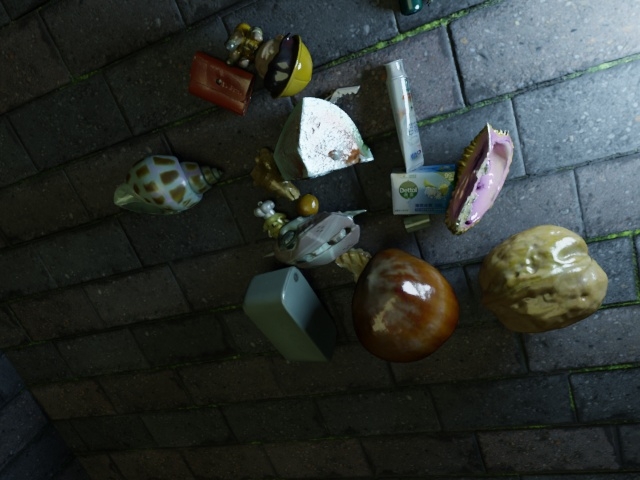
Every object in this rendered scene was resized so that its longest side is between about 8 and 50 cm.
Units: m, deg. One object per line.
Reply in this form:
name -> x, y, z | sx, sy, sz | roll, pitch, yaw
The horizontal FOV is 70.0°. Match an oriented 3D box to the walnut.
walnut -> 0.642, 0.123, 1.368 | 0.344, 0.306, 0.306 | -34, 102, 25

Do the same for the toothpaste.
toothpaste -> 0.250, -0.366, 1.363 | 0.066, 0.100, 0.322 | 2, 116, 44

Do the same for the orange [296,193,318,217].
orange -> -0.044, -0.118, 1.567 | 0.085, 0.085, 0.084 | 6, 116, 13

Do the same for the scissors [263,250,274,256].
scissors -> -0.160, 0.042, 1.711 | 0.119, 0.014, 0.058 | -15, 106, 18

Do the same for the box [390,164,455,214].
box -> 0.326, -0.159, 1.443 | 0.195, 0.073, 0.139 | -1, 115, 16

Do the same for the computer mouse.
computer mouse -> -0.001, 0.005, 1.556 | 0.389, 0.114, 0.199 | -25, 131, 28

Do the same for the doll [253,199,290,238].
doll -> -0.170, -0.073, 1.632 | 0.106, 0.062, 0.162 | -33, 101, 22

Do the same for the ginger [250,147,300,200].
ginger -> -0.166, -0.207, 1.557 | 0.115, 0.081, 0.205 | -36, 94, -5

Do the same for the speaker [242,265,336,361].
speaker -> -0.105, 0.284, 1.674 | 0.185, 0.183, 0.406 | -11, 131, 24

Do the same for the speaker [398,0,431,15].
speaker -> 0.258, -0.655, 1.232 | 0.095, 0.060, 0.075 | -10, 113, 20

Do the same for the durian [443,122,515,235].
durian -> 0.457, -0.177, 1.349 | 0.112, 0.191, 0.340 | 29, 117, 36

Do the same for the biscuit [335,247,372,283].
biscuit -> 0.148, 0.090, 1.622 | 0.118, 0.061, 0.183 | -36, 103, 25

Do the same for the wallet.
wallet -> -0.321, -0.505, 1.477 | 0.205, 0.045, 0.142 | 24, 119, 3

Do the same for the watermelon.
watermelon -> -0.007, -0.287, 1.378 | 0.320, 0.213, 0.289 | 1, 135, 12

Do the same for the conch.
conch -> -0.536, -0.190, 1.610 | 0.369, 0.197, 0.249 | 10, 154, 6

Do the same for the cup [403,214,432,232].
cup -> 0.320, -0.069, 1.509 | 0.084, 0.074, 0.054 | -17, 146, 19

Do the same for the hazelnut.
hazelnut -> 0.262, 0.210, 1.471 | 0.367, 0.365, 0.365 | 6, 116, 13

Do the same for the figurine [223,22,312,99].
figurine -> -0.144, -0.536, 1.342 | 0.257, 0.167, 0.192 | 35, 141, -4

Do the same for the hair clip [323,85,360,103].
hair clip -> 0.020, -0.431, 1.422 | 0.226, 0.034, 0.072 | -31, 103, 25
